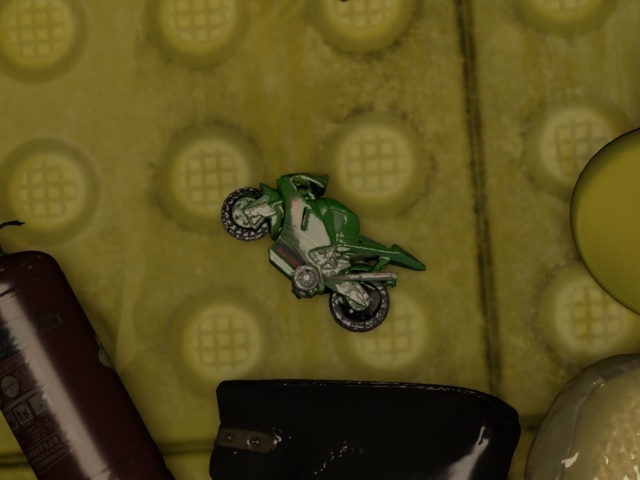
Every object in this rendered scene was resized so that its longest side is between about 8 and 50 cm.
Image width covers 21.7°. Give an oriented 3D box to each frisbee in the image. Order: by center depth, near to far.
[{"bbox_3d":[0.340,-0.007,1.508,0.236,0.017,0.236,12,130,15],"label":"frisbee"}]

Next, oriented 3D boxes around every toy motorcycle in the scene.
[{"bbox_3d":[0.000,0.000,1.584,0.190,0.074,0.106,39,82,4],"label":"toy motorcycle"}]

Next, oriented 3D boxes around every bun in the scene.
[{"bbox_3d":[0.306,0.247,1.494,0.287,0.146,0.287,7,67,-16],"label":"bun"}]

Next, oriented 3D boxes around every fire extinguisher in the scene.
[{"bbox_3d":[-0.253,0.115,1.563,0.135,0.114,0.337,-34,85,43],"label":"fire extinguisher"}]

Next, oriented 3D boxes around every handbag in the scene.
[{"bbox_3d":[0.011,0.281,1.536,0.288,0.152,0.342,14,85,16],"label":"handbag"}]
